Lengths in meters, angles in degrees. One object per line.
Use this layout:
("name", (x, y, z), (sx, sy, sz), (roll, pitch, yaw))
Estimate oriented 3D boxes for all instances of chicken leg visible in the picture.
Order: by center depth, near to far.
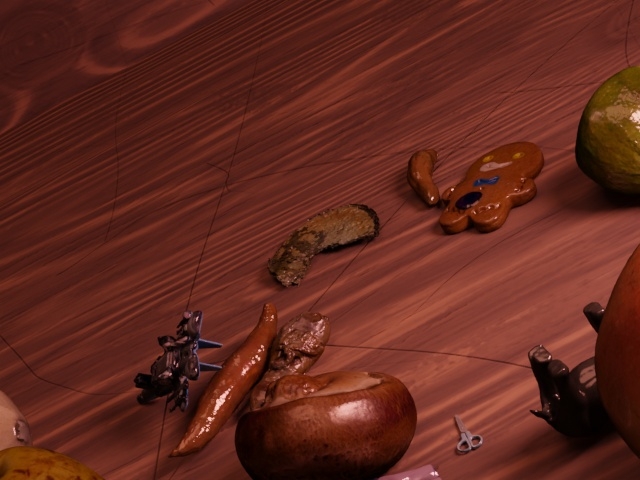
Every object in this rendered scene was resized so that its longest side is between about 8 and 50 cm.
("chicken leg", (-0.052, 0.191, 2.044), (0.084, 0.069, 0.198), (17, 54, 23))

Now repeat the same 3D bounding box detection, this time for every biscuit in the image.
("biscuit", (0.288, -0.093, 2.236), (0.179, 0.039, 0.236), (-6, 33, 38))

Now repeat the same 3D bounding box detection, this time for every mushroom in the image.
("mushroom", (0.008, 0.248, 1.758), (0.253, 0.153, 0.253), (-12, 5, 1))

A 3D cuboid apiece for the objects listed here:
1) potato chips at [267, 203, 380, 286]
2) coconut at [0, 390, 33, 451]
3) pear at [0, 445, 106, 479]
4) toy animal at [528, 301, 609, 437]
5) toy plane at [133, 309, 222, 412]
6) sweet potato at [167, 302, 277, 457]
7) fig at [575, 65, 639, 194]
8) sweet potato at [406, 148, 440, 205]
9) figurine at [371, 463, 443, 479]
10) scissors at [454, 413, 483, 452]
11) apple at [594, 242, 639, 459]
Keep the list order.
("potato chips", (0.002, 0.004, 2.345), (0.220, 0.029, 0.202), (-32, 27, -13))
("coconut", (-0.550, 0.328, 2.109), (0.222, 0.202, 0.202), (-17, 30, 24))
("pear", (-0.369, 0.408, 1.739), (0.283, 0.284, 0.284), (-22, 28, 12))
("toy animal", (0.364, 0.147, 1.642), (0.245, 0.146, 0.115), (-26, 34, 6))
("toy plane", (-0.242, 0.207, 2.097), (0.246, 0.078, 0.169), (-33, 47, 44))
("sweet potato", (-0.141, 0.225, 2.059), (0.314, 0.066, 0.072), (-53, -1, -34))
("fig", (0.506, -0.139, 2.002), (0.203, 0.203, 0.235), (-37, 58, -16))
("sweet potato", (0.179, -0.112, 2.345), (0.053, 0.054, 0.182), (-29, 28, 19))
("figurine", (0.028, 0.351, 1.623), (0.274, 0.133, 0.194), (-15, 19, 15))
("scissors", (0.191, 0.253, 1.767), (0.036, 0.006, 0.083), (-25, 28, 3))
("apple", (0.467, 0.123, 1.419), (0.338, 0.305, 0.339), (-9, 52, 11))
